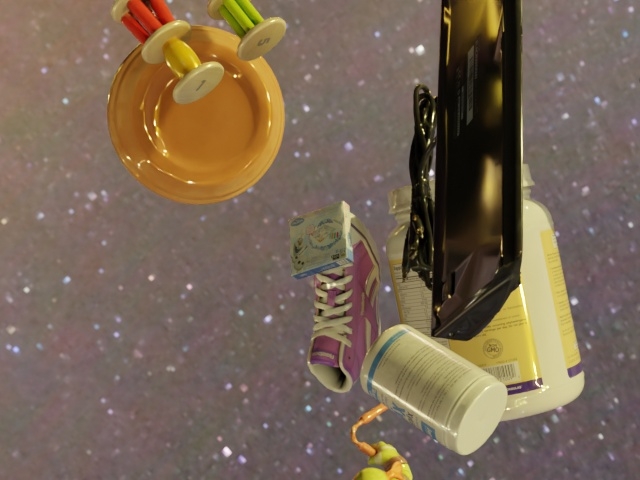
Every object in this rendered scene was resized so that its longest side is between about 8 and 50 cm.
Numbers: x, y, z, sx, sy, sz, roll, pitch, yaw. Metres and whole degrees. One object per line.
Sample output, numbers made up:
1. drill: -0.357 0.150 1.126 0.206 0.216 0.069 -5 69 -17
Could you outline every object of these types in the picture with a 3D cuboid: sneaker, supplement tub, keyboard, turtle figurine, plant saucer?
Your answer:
1. sneaker: 0.028 0.100 1.502 0.102 0.282 0.161 1 -147 23
2. supplement tub: 0.093 0.122 0.845 0.107 0.071 0.071 31 -111 36
3. supplement tub: 0.224 0.074 1.430 0.241 0.331 0.241 -11 178 0
4. keyboard: 0.100 -0.084 0.694 0.201 0.033 0.317 125 -27 -64
5. turtle figurine: 0.067 0.294 1.003 0.087 0.217 0.269 -2 -153 19
6. plant saucer: -0.132 -0.138 1.116 0.200 0.200 0.037 -44 -164 -12

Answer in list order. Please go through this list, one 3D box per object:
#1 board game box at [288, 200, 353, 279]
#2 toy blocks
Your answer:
1. board game box: 0.000 0.000 1.397 0.090 0.020 0.090 -18 -121 25
2. toy blocks: -0.121 -0.214 0.915 0.123 0.148 0.054 -36 168 -5
